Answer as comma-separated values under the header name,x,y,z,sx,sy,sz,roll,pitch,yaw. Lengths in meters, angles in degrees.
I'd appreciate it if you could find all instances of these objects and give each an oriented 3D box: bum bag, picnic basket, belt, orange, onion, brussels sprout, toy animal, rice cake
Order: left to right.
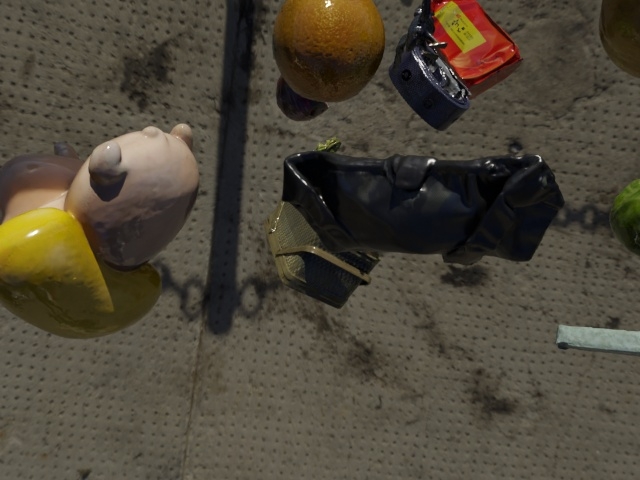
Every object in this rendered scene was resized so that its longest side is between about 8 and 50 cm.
name,x,y,z,sx,sy,sz,roll,pitch,yaw
toy animal,-0.352,-0.038,0.856,0.247,0.278,0.345,39,113,27
onion,-0.076,-0.468,1.876,0.140,0.195,0.218,-25,122,18
picnic basket,0.000,0.000,1.273,0.165,0.266,0.139,27,112,-29
orange,0.020,-0.461,1.444,0.274,0.274,0.274,-1,95,-6
brussels sprout,0.030,-0.280,1.891,0.085,0.085,0.058,-34,69,-2
bum bag,0.096,-0.035,0.662,0.310,0.074,0.137,5,129,29
toy animal,0.157,-0.329,0.956,0.062,0.220,0.107,6,57,-16
belt,0.287,-0.405,1.586,0.140,0.126,0.230,-26,76,-46
rice cake,0.278,0.094,0.568,0.021,0.121,0.022,36,62,-44
brussels sprout,0.633,-0.047,1.131,0.144,0.161,0.181,38,116,-24
orange,0.678,-0.453,1.197,0.235,0.279,0.279,41,90,22

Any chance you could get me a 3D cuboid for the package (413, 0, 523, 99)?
name,x,y,z,sx,sy,sz,roll,pitch,yaw
package,0.453,-0.616,1.913,0.196,0.423,0.123,-31,142,9
